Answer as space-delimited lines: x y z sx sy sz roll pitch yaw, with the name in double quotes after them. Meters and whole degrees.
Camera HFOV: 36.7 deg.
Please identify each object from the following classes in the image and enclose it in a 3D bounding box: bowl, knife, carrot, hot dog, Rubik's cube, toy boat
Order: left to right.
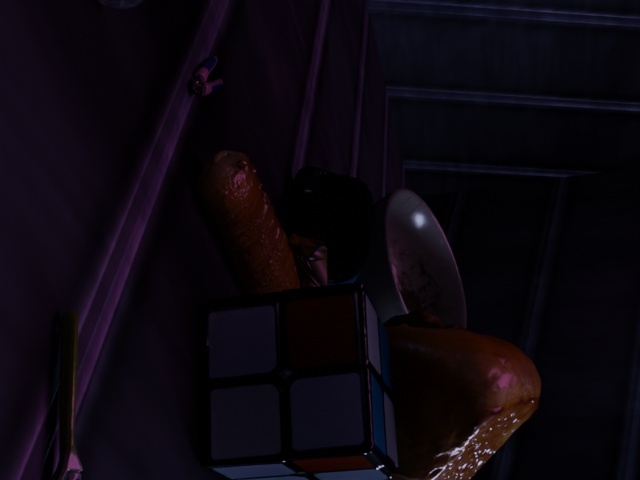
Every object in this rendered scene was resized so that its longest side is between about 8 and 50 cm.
-0.173 0.134 0.652 0.022 0.026 0.184 -41 -133 52 "knife"
-0.076 -0.001 1.151 0.289 0.068 0.083 72 21 -54 "hot dog"
-0.020 0.160 1.031 0.167 0.180 0.183 57 29 -65 "Rubik's cube"
-0.021 0.105 1.304 0.069 0.069 0.228 -52 146 -76 "carrot"
0.000 0.000 1.468 0.298 0.134 0.092 -77 -173 -57 "toy boat"
0.074 0.243 1.214 0.223 0.405 0.185 46 21 25 "hot dog"
0.116 0.068 1.599 0.289 0.146 0.289 41 39 -45 "bowl"

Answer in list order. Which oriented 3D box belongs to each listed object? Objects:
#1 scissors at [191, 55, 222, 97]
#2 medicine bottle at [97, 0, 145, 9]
-0.132 -0.185 1.114 0.113 0.012 0.039 -72 152 -67 "scissors"
-0.174 -0.294 0.852 0.051 0.051 0.191 62 22 -64 "medicine bottle"
